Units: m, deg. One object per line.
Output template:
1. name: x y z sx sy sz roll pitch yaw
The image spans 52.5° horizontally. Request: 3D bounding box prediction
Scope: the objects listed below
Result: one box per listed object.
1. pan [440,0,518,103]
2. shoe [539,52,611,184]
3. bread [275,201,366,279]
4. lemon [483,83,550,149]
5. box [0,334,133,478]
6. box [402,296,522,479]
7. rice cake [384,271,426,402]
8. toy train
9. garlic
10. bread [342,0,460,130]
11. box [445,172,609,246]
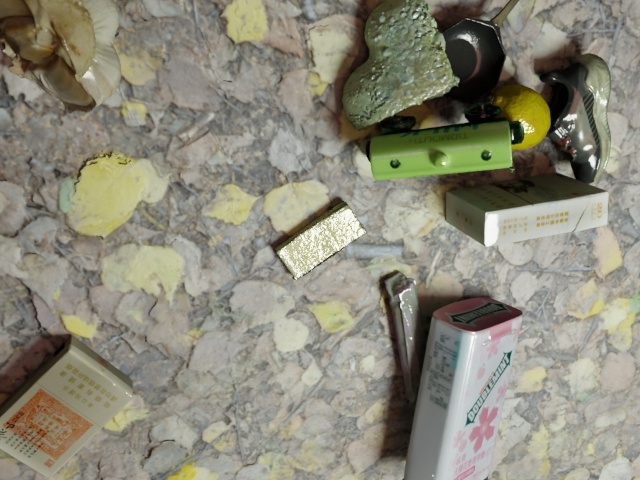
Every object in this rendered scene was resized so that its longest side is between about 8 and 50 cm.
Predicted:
1. pan: 0.267 -0.316 1.070 0.201 0.048 0.128 -32 115 -2
2. shoe: 0.440 -0.208 1.138 0.112 0.099 0.228 -6 106 -7
3. bread: 0.000 0.000 1.109 0.153 0.028 0.068 -36 114 -2
4. lemon: 0.326 -0.207 1.091 0.133 0.109 0.109 27 99 -34
5. box: -0.425 0.273 1.059 0.201 0.058 0.141 -43 114 1
6. box: 0.263 0.303 1.219 0.190 0.112 0.370 -7 112 -42
7. rice cake: 0.165 0.187 1.209 0.055 0.049 0.270 -26 115 -30
8. toy train: 0.191 -0.144 1.015 0.253 0.157 0.105 -4 113 14
9. garlic: -0.352 -0.293 0.857 0.143 0.177 0.229 -60 136 -25
10. bread: 0.131 -0.266 1.011 0.172 0.064 0.232 24 101 6
11. box: 0.355 -0.058 1.128 0.233 0.149 0.067 -10 113 -13
